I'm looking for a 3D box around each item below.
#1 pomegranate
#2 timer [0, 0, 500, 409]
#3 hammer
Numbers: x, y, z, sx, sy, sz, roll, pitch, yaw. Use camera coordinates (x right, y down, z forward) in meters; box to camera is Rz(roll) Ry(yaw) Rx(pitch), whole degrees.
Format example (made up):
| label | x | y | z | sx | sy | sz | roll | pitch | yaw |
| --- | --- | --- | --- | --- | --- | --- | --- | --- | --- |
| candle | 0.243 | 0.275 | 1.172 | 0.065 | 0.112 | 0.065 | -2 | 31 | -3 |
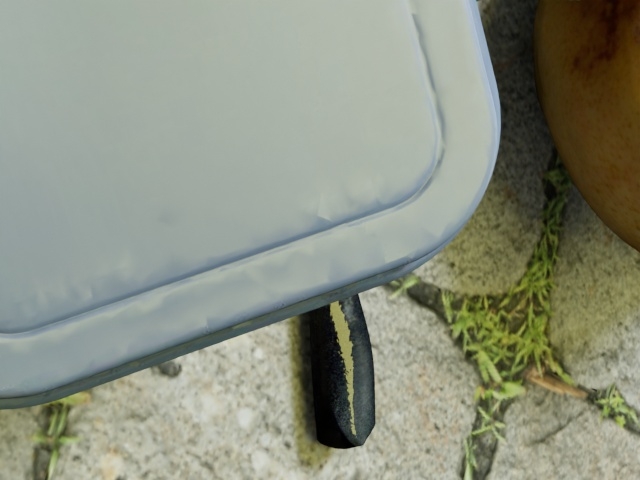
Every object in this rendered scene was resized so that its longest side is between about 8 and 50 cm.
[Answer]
| label | x | y | z | sx | sy | sz | roll | pitch | yaw |
| --- | --- | --- | --- | --- | --- | --- | --- | --- | --- |
| pomegranate | 0.300 | -0.114 | 1.334 | 0.319 | 0.319 | 0.319 | -3 | 94 | -44 |
| timer | -0.114 | -0.127 | 0.967 | 0.395 | 0.173 | 0.395 | -3 | 99 | -19 |
| hammer | 0.000 | 0.000 | 1.216 | 0.137 | 0.037 | 0.290 | -13 | 100 | -43 |
